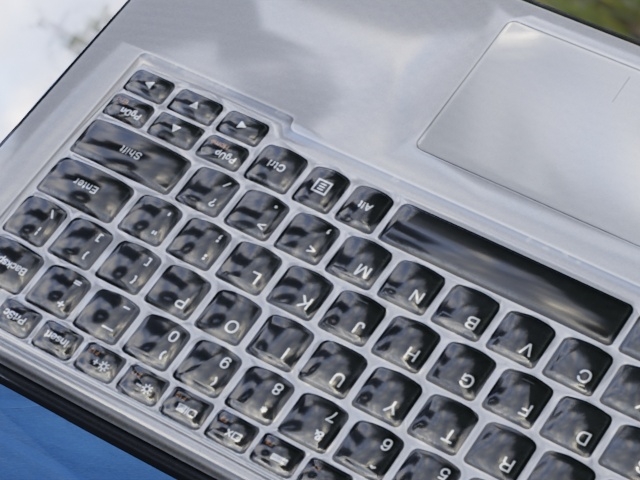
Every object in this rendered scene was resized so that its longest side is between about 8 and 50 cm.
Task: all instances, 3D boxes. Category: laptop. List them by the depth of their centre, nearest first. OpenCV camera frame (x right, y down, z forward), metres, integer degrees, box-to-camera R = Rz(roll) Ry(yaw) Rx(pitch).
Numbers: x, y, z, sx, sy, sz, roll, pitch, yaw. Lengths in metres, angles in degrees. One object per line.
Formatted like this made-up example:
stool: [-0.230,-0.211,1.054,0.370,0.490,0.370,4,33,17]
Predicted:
laptop: [0.000,0.000,0.642,0.408,0.382,0.236,-53,-25,-26]
